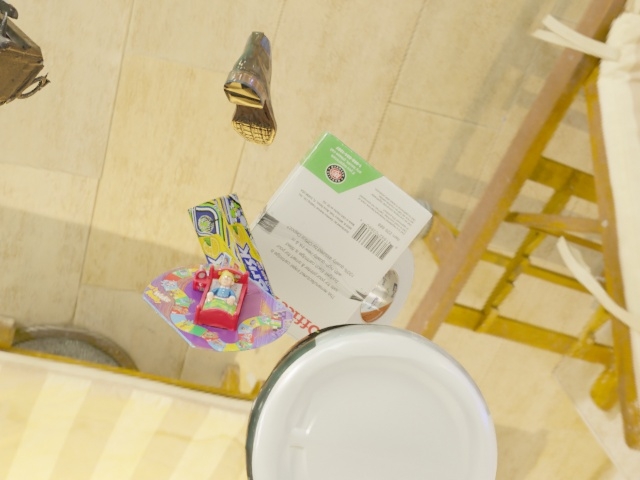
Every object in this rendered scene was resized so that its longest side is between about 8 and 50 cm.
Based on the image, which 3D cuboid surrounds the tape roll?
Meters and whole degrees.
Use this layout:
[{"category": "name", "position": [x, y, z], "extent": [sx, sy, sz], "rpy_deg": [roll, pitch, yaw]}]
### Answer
[{"category": "tape roll", "position": [0.087, 0.093, 1.373], "extent": [0.219, 0.072, 0.219], "rpy_deg": [-30, 134, -37]}]

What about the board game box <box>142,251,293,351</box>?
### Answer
[{"category": "board game box", "position": [-0.113, 0.059, 0.794], "extent": [0.133, 0.169, 0.033], "rpy_deg": [-16, 128, -40]}]

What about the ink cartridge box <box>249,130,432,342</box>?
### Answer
[{"category": "ink cartridge box", "position": [0.000, 0.000, 1.144], "extent": [0.211, 0.121, 0.289], "rpy_deg": [38, 97, -10]}]

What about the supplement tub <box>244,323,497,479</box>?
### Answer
[{"category": "supplement tub", "position": [0.034, 0.174, 0.671], "extent": [0.194, 0.316, 0.193], "rpy_deg": [0, 84, -1]}]

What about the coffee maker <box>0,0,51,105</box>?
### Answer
[{"category": "coffee maker", "position": [-0.438, -0.251, 0.858], "extent": [0.178, 0.171, 0.120], "rpy_deg": [46, 75, -2]}]

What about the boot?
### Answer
[{"category": "boot", "position": [-0.099, -0.241, 1.167], "extent": [0.082, 0.106, 0.219], "rpy_deg": [14, 162, 5]}]

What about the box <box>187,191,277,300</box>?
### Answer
[{"category": "box", "position": [-0.122, 0.023, 0.998], "extent": [0.054, 0.059, 0.168], "rpy_deg": [-19, 94, 24]}]
